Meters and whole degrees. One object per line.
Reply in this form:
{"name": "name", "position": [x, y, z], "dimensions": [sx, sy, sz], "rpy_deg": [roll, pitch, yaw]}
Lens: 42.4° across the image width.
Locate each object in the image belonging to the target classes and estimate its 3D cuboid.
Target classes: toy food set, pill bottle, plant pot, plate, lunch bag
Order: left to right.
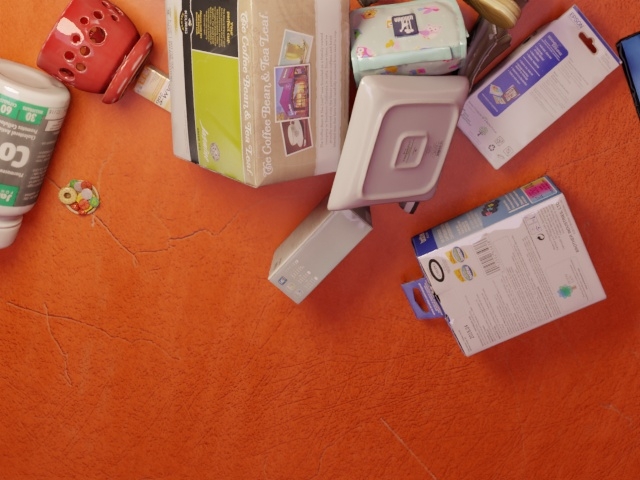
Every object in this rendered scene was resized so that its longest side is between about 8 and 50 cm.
{"name": "pill bottle", "position": [-0.669, -0.177, 1.716], "dimensions": [0.204, 0.204, 0.361], "rpy_deg": [22, 108, -6]}
{"name": "toy food set", "position": [-0.534, -0.097, 1.837], "dimensions": [0.082, 0.020, 0.083], "rpy_deg": [-34, 105, 12]}
{"name": "plant pot", "position": [-0.443, -0.380, 1.648], "dimensions": [0.174, 0.191, 0.191], "rpy_deg": [34, 107, -12]}
{"name": "plate", "position": [0.161, -0.180, 1.583], "dimensions": [0.278, 0.045, 0.277], "rpy_deg": [-8, 125, -36]}
{"name": "lunch bag", "position": [0.163, -0.380, 1.594], "dimensions": [0.223, 0.262, 0.160], "rpy_deg": [-6, 109, 4]}

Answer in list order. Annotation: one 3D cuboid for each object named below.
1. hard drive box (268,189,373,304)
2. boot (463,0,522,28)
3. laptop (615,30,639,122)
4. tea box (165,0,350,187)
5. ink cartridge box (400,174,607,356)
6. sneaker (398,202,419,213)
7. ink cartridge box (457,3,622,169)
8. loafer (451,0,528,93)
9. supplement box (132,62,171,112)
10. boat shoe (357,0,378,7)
{"name": "hard drive box", "position": [0.000, 0.000, 1.774], "dimensions": [0.089, 0.181, 0.232], "rpy_deg": [40, 106, -12]}
{"name": "boot", "position": [0.356, -0.519, 1.550], "dimensions": [0.203, 0.262, 0.095], "rpy_deg": [-42, 124, 12]}
{"name": "laptop", "position": [0.773, -0.339, 1.659], "dimensions": [0.136, 0.264, 0.234], "rpy_deg": [-34, 110, -26]}
{"name": "tea box", "position": [-0.123, -0.304, 1.568], "dimensions": [0.220, 0.323, 0.329], "rpy_deg": [-14, 115, -34]}
{"name": "ink cartridge box", "position": [0.377, 0.069, 1.804], "dimensions": [0.395, 0.151, 0.270], "rpy_deg": [-25, 106, 8]}
{"name": "sneaker", "position": [0.155, -0.203, 1.733], "dimensions": [0.178, 0.124, 0.296], "rpy_deg": [15, 120, 7]}
{"name": "ink cartridge box", "position": [0.439, -0.317, 1.714], "dimensions": [0.332, 0.065, 0.165], "rpy_deg": [-40, 104, 15]}
{"name": "loafer", "position": [0.345, -0.403, 1.669], "dimensions": [0.087, 0.094, 0.251], "rpy_deg": [23, 106, -6]}
{"name": "supplement box", "position": [-0.338, -0.321, 1.745], "dimensions": [0.098, 0.036, 0.062], "rpy_deg": [29, 108, -9]}
{"name": "boat shoe", "position": [-0.012, -0.597, 1.607], "dimensions": [0.130, 0.132, 0.355], "rpy_deg": [-33, 97, 22]}
